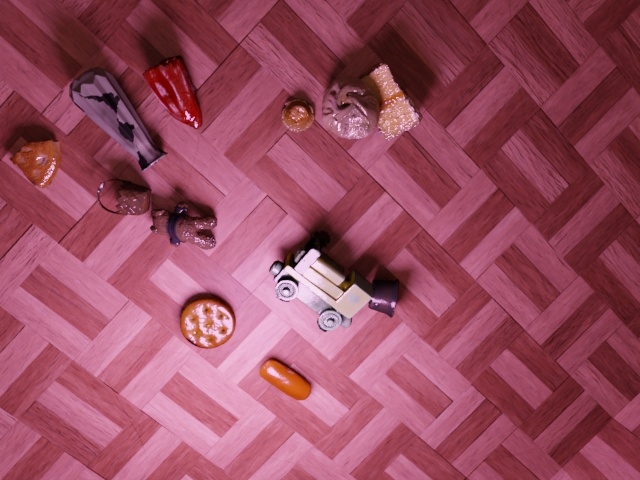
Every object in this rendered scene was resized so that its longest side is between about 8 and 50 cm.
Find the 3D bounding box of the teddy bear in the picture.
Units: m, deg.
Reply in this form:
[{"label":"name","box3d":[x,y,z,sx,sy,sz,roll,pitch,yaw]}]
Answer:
[{"label":"teddy bear","box3d":[-0.504,-0.052,1.776,0.251,0.129,0.182,12,98,-10]}]

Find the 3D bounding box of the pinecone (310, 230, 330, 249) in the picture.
[{"label":"pinecone","box3d":[0.000,0.000,1.880,0.083,0.077,0.077,-8,102,-15]}]

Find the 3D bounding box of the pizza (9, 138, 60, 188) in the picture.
[{"label":"pizza","box3d":[-1.015,-0.280,1.708,0.161,0.062,0.182,6,105,-15]}]

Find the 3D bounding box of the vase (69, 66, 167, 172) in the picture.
[{"label":"vase","box3d":[-0.699,-0.415,1.676,0.165,0.165,0.360,-36,107,1]}]

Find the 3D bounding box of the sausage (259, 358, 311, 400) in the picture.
[{"label":"sausage","box3d":[-0.140,0.571,1.966,0.238,0.098,0.098,37,95,-10]}]

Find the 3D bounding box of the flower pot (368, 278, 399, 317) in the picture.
[{"label":"flower pot","box3d":[0.249,0.221,1.922,0.106,0.157,0.157,12,100,4]}]

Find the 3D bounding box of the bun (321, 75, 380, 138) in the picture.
[{"label":"bun","box3d":[0.105,-0.478,1.756,0.210,0.116,0.237,-42,91,18]}]

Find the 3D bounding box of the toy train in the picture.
[{"label":"toy train","box3d":[0.003,0.170,1.847,0.397,0.160,0.253,38,111,-13]}]

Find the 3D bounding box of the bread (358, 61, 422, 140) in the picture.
[{"label":"bread","box3d":[0.264,-0.532,1.793,0.142,0.178,0.266,-47,108,-29]}]

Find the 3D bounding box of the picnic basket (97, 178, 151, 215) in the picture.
[{"label":"picnic basket","box3d":[-0.710,-0.154,1.725,0.178,0.138,0.128,14,96,-11]}]

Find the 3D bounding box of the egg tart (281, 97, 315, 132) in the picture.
[{"label":"egg tart","box3d":[-0.082,-0.465,1.788,0.128,0.049,0.129,-2,103,-7]}]

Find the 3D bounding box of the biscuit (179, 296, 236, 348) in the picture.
[{"label":"biscuit","box3d":[-0.442,0.326,1.892,0.220,0.066,0.221,-1,102,-6]}]

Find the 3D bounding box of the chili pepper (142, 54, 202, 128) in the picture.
[{"label":"chili pepper","box3d":[-0.512,-0.509,1.702,0.144,0.136,0.253,-32,113,-27]}]
